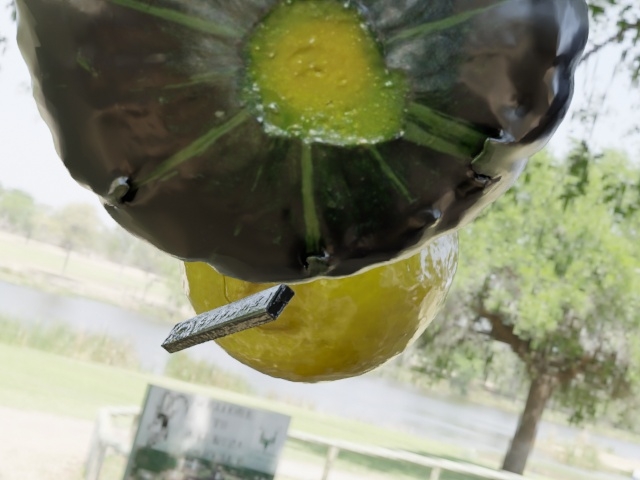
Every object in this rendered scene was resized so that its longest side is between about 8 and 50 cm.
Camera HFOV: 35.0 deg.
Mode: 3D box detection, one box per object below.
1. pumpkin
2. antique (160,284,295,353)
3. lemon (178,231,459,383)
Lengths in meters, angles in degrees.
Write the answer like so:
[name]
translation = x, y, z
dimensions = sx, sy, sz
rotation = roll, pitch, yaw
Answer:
[pumpkin]
translation = -0.019, -0.132, 0.566
dimensions = 0.296, 0.295, 0.296
rotation = 16, -5, 1
[antique]
translation = -0.084, 0.069, 0.862
dimensions = 0.015, 0.031, 0.192
rotation = 46, -34, -15
[lemon]
translation = 0.000, 0.000, 1.172
dimensions = 0.348, 0.347, 0.348
rotation = 16, -5, 1
